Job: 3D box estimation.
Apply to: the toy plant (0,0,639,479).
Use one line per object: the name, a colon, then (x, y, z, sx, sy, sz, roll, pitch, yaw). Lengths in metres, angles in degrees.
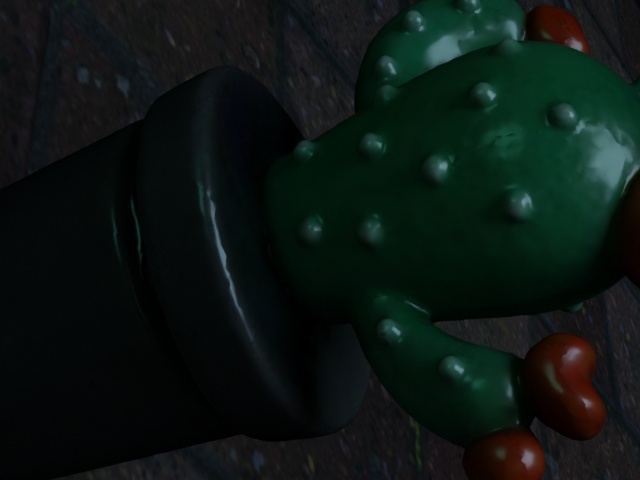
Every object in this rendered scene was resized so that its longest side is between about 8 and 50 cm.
toy plant: (0.002, -0.007, 0.848, 0.185, 0.400, 0.279, 63, 23, -22)
